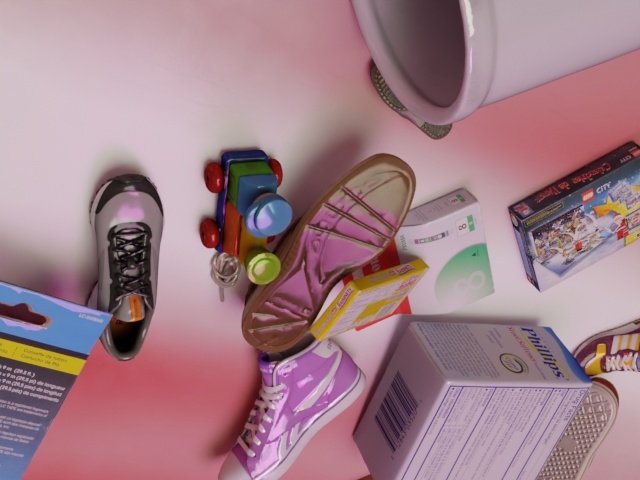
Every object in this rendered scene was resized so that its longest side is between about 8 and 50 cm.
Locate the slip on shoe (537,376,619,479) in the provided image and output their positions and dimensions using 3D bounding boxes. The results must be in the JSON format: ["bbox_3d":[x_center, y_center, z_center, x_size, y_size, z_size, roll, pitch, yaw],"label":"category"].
[{"bbox_3d":[0.427,0.373,2.137,0.101,0.123,0.331,-26,148,-58],"label":"slip on shoe"}]

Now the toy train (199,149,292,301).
[{"bbox_3d":[-0.096,0.015,1.638,0.105,0.143,0.248,-5,121,-22],"label":"toy train"}]

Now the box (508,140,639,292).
[{"bbox_3d":[0.422,-0.036,1.915,0.233,0.044,0.159,-28,128,-7],"label":"box"}]

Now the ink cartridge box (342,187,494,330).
[{"bbox_3d":[0.147,0.042,1.830,0.225,0.056,0.181,-24,127,-12],"label":"ink cartridge box"}]

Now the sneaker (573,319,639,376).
[{"bbox_3d":[0.525,0.198,2.085,0.185,0.084,0.069,-24,127,-10],"label":"sneaker"}]

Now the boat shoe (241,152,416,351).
[{"bbox_3d":[0.000,0.000,1.690,0.123,0.123,0.342,27,112,-23],"label":"boat shoe"}]

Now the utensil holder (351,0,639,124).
[{"bbox_3d":[0.266,-0.349,1.471,0.385,0.327,0.327,-19,126,-15],"label":"utensil holder"}]

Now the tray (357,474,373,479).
[{"bbox_3d":[0.042,0.522,2.068,0.411,0.076,0.202,-19,126,-13],"label":"tray"}]

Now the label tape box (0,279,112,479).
[{"bbox_3d":[-0.462,0.175,1.590,0.241,0.106,0.333,21,108,-34],"label":"label tape box"}]

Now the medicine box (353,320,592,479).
[{"bbox_3d":[0.243,0.279,1.946,0.289,0.149,0.263,4,124,-28],"label":"medicine box"}]

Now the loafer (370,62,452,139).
[{"bbox_3d":[0.120,-0.196,1.671,0.056,0.050,0.148,-45,112,2],"label":"loafer"}]

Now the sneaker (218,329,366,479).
[{"bbox_3d":[-0.079,0.251,1.832,0.282,0.102,0.161,-46,125,-6],"label":"sneaker"}]

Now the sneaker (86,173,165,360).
[{"bbox_3d":[-0.252,0.038,1.604,0.100,0.108,0.271,-4,120,-21],"label":"sneaker"}]

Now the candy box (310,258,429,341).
[{"bbox_3d":[0.074,0.083,1.735,0.206,0.027,0.105,-14,144,-56],"label":"candy box"}]
